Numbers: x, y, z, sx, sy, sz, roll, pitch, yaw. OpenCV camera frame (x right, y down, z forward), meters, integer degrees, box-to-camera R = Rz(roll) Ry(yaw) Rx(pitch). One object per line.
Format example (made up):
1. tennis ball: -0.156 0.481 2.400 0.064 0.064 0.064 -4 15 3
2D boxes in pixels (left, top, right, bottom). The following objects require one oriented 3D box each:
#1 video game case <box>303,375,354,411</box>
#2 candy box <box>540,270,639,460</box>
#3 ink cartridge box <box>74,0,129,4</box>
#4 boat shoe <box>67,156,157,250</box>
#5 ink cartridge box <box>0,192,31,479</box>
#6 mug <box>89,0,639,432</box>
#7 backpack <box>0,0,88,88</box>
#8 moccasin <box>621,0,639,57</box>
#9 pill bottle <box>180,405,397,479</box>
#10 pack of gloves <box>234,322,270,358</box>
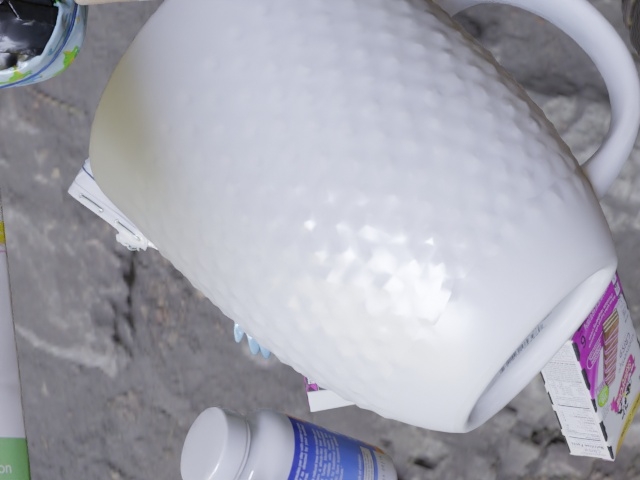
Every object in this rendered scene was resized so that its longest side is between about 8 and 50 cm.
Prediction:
1. video game case: 0.074 0.076 1.442 0.210 0.232 0.042 -10 38 -2
2. candy box: 0.367 0.161 1.804 0.071 0.233 0.159 4 44 35
3. ink cartridge box: 0.030 -0.175 0.494 0.234 0.193 0.088 -11 75 -27
4. boat shoe: -0.251 -0.023 1.848 0.226 0.083 0.076 42 100 10
5. ink cartridge box: -0.249 0.021 0.666 0.119 0.207 0.354 6 64 -38
6. mug: 0.074 -0.061 0.994 0.374 0.276 0.328 -41 71 -16
7. backpack: -0.500 -0.329 1.831 0.355 0.273 0.290 0 84 19
8. moccasin: 0.303 -0.122 0.675 0.147 0.139 0.380 -12 12 -28
9. pill bottle: -0.044 0.313 1.792 0.272 0.152 0.152 25 48 -29
10. pack of gloves: -0.019 0.063 1.791 0.195 0.232 0.046 -1 21 -6
